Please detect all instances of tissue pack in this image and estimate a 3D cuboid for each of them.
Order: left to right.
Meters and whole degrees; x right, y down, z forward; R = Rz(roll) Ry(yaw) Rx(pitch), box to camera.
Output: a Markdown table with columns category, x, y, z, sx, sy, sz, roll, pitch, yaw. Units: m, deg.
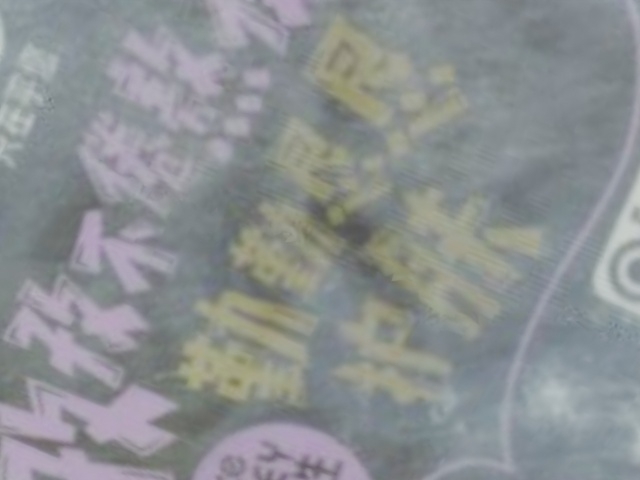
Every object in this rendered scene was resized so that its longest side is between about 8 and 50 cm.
| category | x | y | z | sx | sy | sz | roll | pitch | yaw |
| --- | --- | --- | --- | --- | --- | --- | --- | --- | --- |
| tissue pack | 0.000 | 0.000 | 0.565 | 0.361 | 0.122 | 0.259 | 23 | 98 | 1 |
